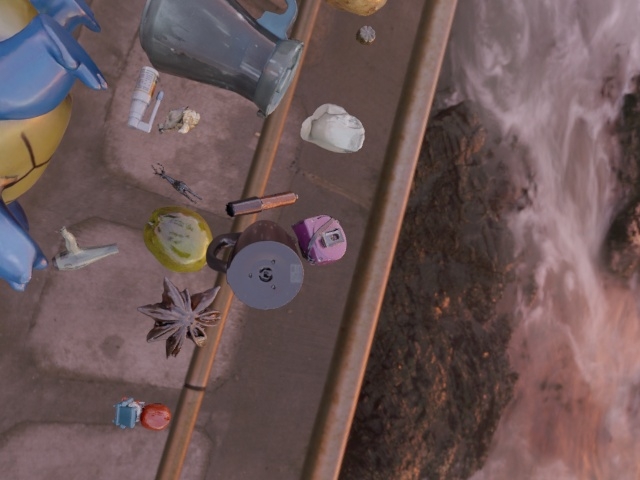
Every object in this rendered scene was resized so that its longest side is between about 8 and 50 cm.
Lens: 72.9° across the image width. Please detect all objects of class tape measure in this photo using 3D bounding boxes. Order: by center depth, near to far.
[{"bbox_3d":[0.000,0.000,1.013,0.125,0.074,0.118,-22,90,-44],"label":"tape measure"}]

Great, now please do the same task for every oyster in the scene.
[{"bbox_3d":[-0.513,-0.419,1.571,0.164,0.191,0.081,-28,125,6],"label":"oyster"}]

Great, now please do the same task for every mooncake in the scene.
[{"bbox_3d":[0.008,-0.593,1.233,0.347,0.057,0.150,-32,86,-34],"label":"mooncake"}]

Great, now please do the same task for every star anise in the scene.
[{"bbox_3d":[-0.485,0.260,1.535,0.316,0.108,0.314,-3,95,-36],"label":"star anise"}]

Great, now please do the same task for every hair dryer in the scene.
[{"bbox_3d":[-0.860,0.023,1.610,0.219,0.224,0.088,-5,52,-43],"label":"hair dryer"}]

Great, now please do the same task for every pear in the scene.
[{"bbox_3d":[-0.591,-0.003,1.836,0.321,0.269,0.268,41,70,-40],"label":"pear"}]

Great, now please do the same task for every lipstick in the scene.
[{"bbox_3d":[-0.254,-0.171,1.980,0.419,0.077,0.077,-19,104,-49],"label":"lipstick"}]

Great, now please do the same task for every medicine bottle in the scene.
[{"bbox_3d":[-0.598,-0.480,1.488,0.092,0.061,0.220,17,76,-22],"label":"medicine bottle"}]

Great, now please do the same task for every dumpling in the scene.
[{"bbox_3d":[0.047,-0.362,1.402,0.151,0.229,0.124,-63,161,-7],"label":"dumpling"}]

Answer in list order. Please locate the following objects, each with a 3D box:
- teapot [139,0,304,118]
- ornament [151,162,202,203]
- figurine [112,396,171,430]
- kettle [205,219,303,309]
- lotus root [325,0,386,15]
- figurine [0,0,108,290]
[{"bbox_3d":[-0.145,-0.326,0.698,0.225,0.171,0.203,28,109,-8],"label":"teapot"},{"bbox_3d":[-0.330,-0.130,0.985,0.125,0.073,0.028,42,80,-29],"label":"ornament"},{"bbox_3d":[-0.431,0.425,1.059,0.141,0.075,0.068,8,88,3],"label":"figurine"},{"bbox_3d":[-0.142,0.037,0.932,0.202,0.232,0.143,-5,108,-7],"label":"kettle"},{"bbox_3d":[0.047,-0.591,0.936,0.284,0.160,0.146,15,87,-56],"label":"lotus root"},{"bbox_3d":[-0.309,-0.119,0.381,0.243,0.297,0.416,-10,136,-32],"label":"figurine"}]
